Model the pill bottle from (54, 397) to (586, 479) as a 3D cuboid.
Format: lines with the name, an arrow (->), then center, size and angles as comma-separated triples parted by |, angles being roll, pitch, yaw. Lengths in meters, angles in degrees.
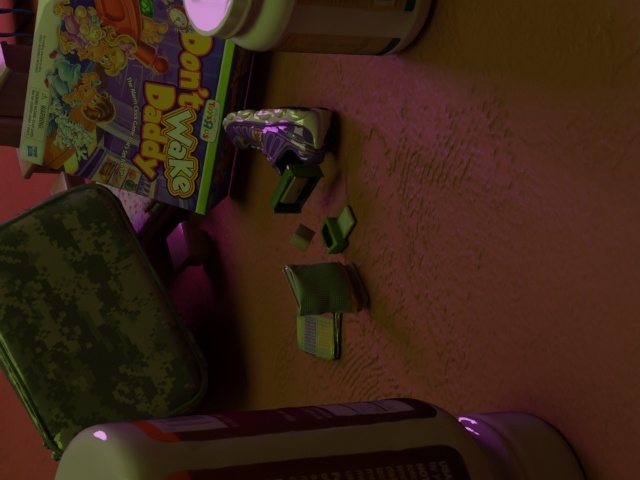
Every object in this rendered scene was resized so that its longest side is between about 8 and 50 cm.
pill bottle -> 0.004, 0.241, 1.280 | 0.224, 0.392, 0.224 | 4, 94, 62

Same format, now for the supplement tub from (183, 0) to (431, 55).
supplement tub -> -0.013, -0.243, 1.486 | 0.144, 0.200, 0.144 | 3, 94, 61

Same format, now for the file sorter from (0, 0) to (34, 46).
file sorter -> -0.501, -0.366, 2.463 | 0.118, 0.105, 0.170 | -29, 66, 59

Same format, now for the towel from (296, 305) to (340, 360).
towel -> -0.002, 0.091, 1.680 | 0.083, 0.009, 0.060 | 6, 97, 62

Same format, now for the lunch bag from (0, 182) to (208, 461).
lunch bag -> -0.272, 0.114, 1.907 | 0.305, 0.213, 0.256 | 60, 172, 5

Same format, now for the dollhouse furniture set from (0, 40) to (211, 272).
dollhouse furniture set -> -0.316, -0.059, 2.039 | 0.303, 0.174, 0.355 | -47, 51, 44

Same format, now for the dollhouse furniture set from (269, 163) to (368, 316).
dollhouse furniture set -> 0.000, 0.000, 1.604 | 0.058, 0.076, 0.151 | -58, 42, 42

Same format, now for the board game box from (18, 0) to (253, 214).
board game box -> -0.192, -0.228, 1.794 | 0.078, 0.233, 0.347 | -48, -28, -64

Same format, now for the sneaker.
sneaker -> -0.049, -0.102, 1.693 | 0.170, 0.068, 0.071 | 5, 94, 60
